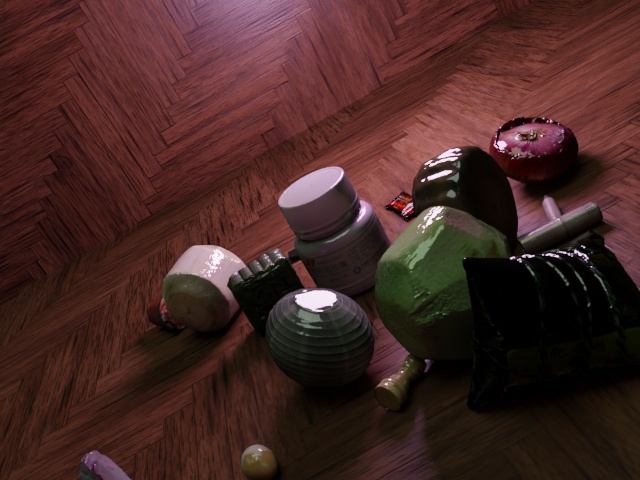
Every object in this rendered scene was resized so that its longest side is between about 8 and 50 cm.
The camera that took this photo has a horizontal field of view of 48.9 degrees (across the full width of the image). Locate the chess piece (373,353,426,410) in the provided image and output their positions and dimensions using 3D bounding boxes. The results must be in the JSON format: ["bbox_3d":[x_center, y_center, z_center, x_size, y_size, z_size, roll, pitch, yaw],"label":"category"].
[{"bbox_3d":[0.167,0.287,1.448,0.066,0.066,0.122,-5,29,44],"label":"chess piece"}]

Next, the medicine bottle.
[{"bbox_3d":[0.040,-0.024,1.912,0.241,0.302,0.241,-25,24,12],"label":"medicine bottle"}]

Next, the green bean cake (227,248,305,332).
[{"bbox_3d":[-0.141,0.140,1.934,0.183,0.185,0.094,-31,26,-7],"label":"green bean cake"}]

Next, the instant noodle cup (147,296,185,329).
[{"bbox_3d":[-0.487,0.227,2.255,0.136,0.127,0.127,-14,26,50],"label":"instant noodle cup"}]

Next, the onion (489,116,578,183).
[{"bbox_3d":[0.584,-0.243,1.924,0.248,0.161,0.248,-23,35,17],"label":"onion"}]

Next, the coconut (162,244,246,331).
[{"bbox_3d":[-0.334,0.131,2.113,0.237,0.237,0.266,-11,29,36],"label":"coconut"}]

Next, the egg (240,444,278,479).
[{"bbox_3d":[-0.122,0.452,1.425,0.083,0.071,0.071,0,37,44],"label":"egg"}]

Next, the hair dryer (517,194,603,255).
[{"bbox_3d":[0.548,-0.058,1.719,0.195,0.053,0.220,-28,22,5],"label":"hair dryer"}]

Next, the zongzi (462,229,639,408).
[{"bbox_3d":[0.384,0.100,1.219,0.383,0.362,0.319,-27,41,-1],"label":"zongzi"}]

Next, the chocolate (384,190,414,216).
[{"bbox_3d":[0.261,-0.111,2.190,0.086,0.028,0.182,-40,23,-6],"label":"chocolate"}]

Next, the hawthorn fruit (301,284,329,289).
[{"bbox_3d":[-0.013,0.202,1.765,0.189,0.149,0.149,-68,22,10],"label":"hawthorn fruit"}]

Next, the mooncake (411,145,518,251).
[{"bbox_3d":[0.346,-0.079,1.704,0.161,0.290,0.290,-17,26,38],"label":"mooncake"}]

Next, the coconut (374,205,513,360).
[{"bbox_3d":[0.270,0.080,1.451,0.328,0.328,0.281,-39,15,-21],"label":"coconut"}]

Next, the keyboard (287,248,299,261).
[{"bbox_3d":[0.000,0.001,2.267,0.231,0.023,0.072,-28,16,3],"label":"keyboard"}]

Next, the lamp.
[{"bbox_3d":[-0.005,0.220,1.574,0.265,0.233,0.233,13,42,22],"label":"lamp"}]

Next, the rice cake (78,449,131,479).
[{"bbox_3d":[-0.508,0.564,1.661,0.081,0.051,0.290,-41,25,-26],"label":"rice cake"}]
